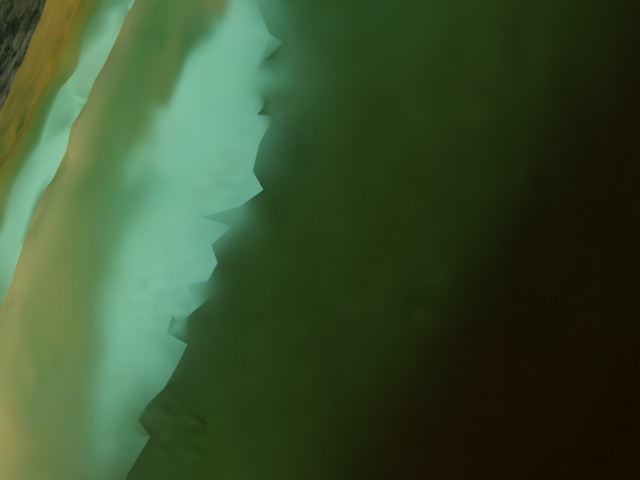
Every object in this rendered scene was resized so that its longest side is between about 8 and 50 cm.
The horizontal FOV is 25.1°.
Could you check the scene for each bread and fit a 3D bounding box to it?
[{"bbox_3d":[0.000,0.000,0.513,0.376,0.253,0.348,-64,24,0],"label":"bread"}]
